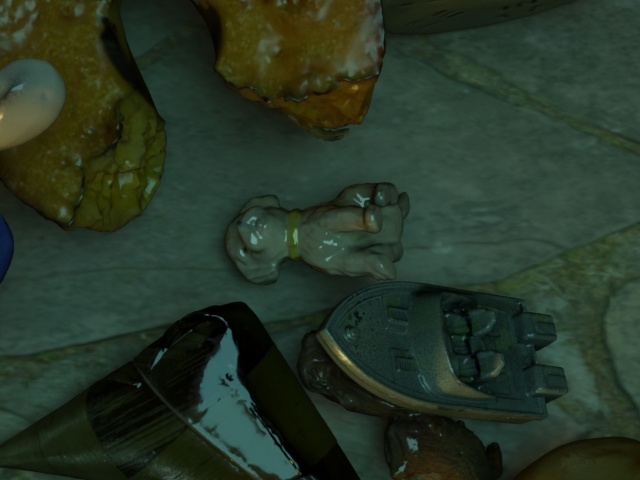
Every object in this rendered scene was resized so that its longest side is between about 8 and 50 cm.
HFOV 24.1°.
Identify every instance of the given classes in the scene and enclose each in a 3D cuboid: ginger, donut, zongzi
[{"bbox_3d":[0.081,0.195,1.617,0.290,0.084,0.122,41,61,-15],"label":"ginger"},{"bbox_3d":[-0.153,-0.224,1.522,0.435,0.163,0.377,-18,82,7],"label":"donut"},{"bbox_3d":[-0.140,0.253,1.539,0.317,0.154,0.289,-32,86,0],"label":"zongzi"}]

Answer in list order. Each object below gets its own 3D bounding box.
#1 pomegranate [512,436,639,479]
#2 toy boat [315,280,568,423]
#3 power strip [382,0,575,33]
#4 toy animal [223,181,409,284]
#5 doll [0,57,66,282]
[{"bbox_3d":[0.313,0.351,1.568,0.307,0.307,0.307,1,84,-13],"label":"pomegranate"},{"bbox_3d":[0.125,0.113,1.577,0.320,0.092,0.141,10,61,-37],"label":"toy boat"},{"bbox_3d":[0.184,-0.335,1.569,0.358,0.357,0.161,-12,85,-14],"label":"power strip"},{"bbox_3d":[-0.002,-0.012,1.629,0.185,0.184,0.104,-10,103,17],"label":"toy animal"},{"bbox_3d":[-0.396,-0.016,1.429,0.187,0.376,0.365,9,92,-30],"label":"doll"}]
